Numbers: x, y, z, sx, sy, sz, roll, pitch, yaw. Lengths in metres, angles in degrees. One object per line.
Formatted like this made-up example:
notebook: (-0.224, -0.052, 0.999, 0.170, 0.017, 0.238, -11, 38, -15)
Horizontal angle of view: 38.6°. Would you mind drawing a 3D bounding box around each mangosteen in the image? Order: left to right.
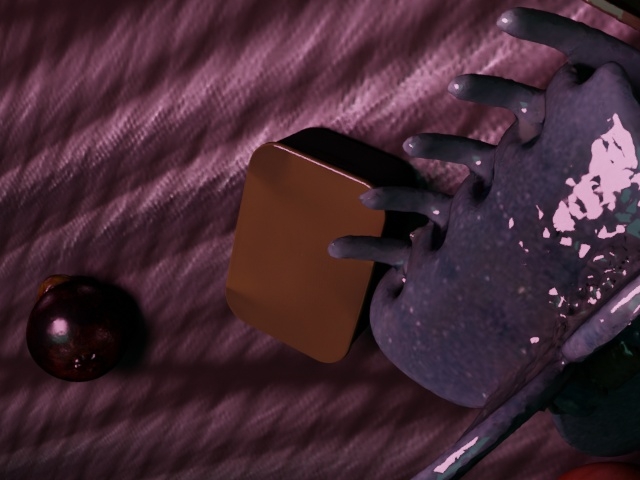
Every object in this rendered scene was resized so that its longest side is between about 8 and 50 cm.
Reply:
mangosteen: (-0.291, 0.096, 1.088, 0.140, 0.140, 0.140, 12, 117, 25)

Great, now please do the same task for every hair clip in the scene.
hair clip: (0.172, 0.019, 0.688, 0.238, 0.392, 0.318, 58, 132, 28)

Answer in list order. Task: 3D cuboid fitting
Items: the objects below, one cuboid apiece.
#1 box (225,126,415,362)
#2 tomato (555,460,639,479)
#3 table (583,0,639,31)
box: (0.000, 0.000, 0.885, 0.144, 0.090, 0.201, 24, 122, 19)
tomato: (0.279, 0.287, 0.845, 0.199, 0.112, 0.228, 45, 129, -11)
table: (0.252, -0.256, 0.598, 0.167, 0.167, 0.226, 34, 116, 12)
